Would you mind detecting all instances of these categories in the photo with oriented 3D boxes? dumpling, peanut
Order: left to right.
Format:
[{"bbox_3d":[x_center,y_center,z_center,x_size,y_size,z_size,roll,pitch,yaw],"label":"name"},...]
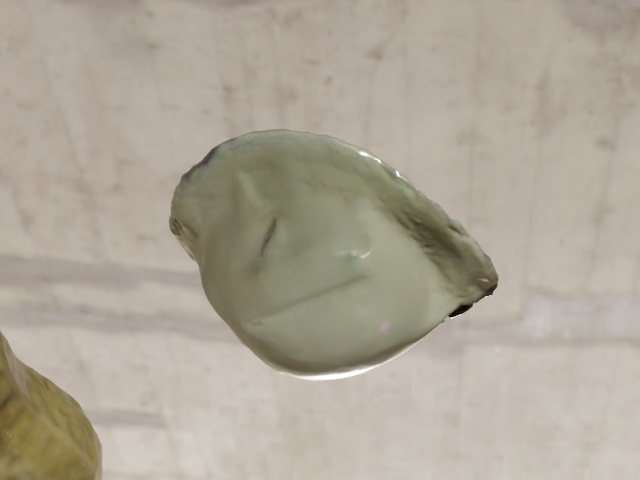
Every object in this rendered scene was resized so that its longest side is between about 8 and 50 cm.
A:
[{"bbox_3d":[-0.247,0.106,1.093,0.130,0.130,0.290,-9,-42,22],"label":"peanut"},{"bbox_3d":[0.000,-0.003,1.326,0.243,0.175,0.227,-30,-65,16],"label":"dumpling"}]
